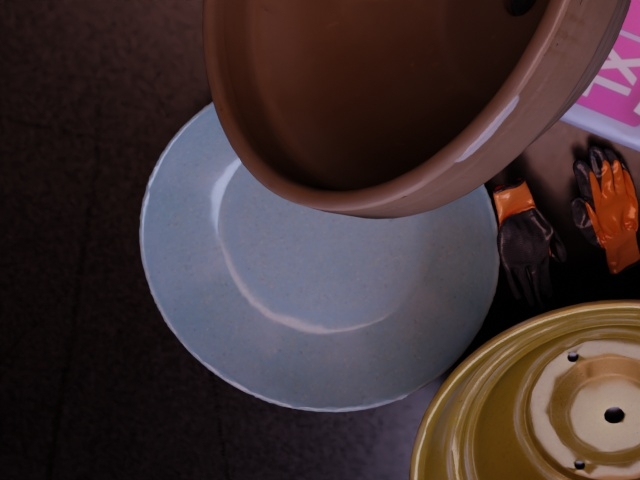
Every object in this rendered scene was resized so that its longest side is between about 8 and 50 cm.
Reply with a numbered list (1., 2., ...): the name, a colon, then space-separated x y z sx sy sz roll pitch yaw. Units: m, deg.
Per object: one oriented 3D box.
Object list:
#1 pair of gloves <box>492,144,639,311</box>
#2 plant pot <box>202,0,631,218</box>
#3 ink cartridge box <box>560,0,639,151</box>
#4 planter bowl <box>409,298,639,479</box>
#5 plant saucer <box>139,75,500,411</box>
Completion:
1. pair of gloves: 0.130 -0.006 0.633 0.083 0.010 0.074 -23 111 -13
2. plant pot: 0.058 -0.122 0.537 0.109 0.237 0.237 9 121 -40
3. ink cartridge box: 0.273 -0.093 0.567 0.311 0.065 0.186 21 114 -1
4. planter bowl: 0.160 0.112 0.651 0.217 0.090 0.217 4 113 9
5. plant saucer: 0.000 0.000 0.662 0.194 0.037 0.195 3 113 8
